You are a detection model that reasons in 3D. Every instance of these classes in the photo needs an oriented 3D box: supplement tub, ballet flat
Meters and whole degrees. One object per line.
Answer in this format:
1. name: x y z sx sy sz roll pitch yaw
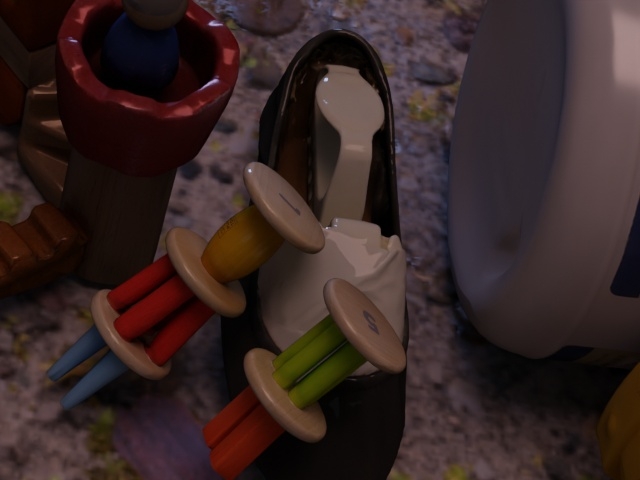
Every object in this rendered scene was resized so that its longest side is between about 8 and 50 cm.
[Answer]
1. supplement tub: 0.244 -0.037 0.929 0.316 0.228 0.228 8 50 -12
2. ballet flat: 0.000 0.000 0.910 0.095 0.096 0.280 6 50 -11

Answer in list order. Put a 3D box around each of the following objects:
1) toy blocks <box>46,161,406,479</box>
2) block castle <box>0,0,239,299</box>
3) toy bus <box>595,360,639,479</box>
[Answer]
1. toy blocks: -0.050 0.055 0.832 0.123 0.148 0.054 56 17 19
2. block castle: -0.273 -0.150 0.873 0.303 0.213 0.453 -24 62 -32
3. toy bus: 0.252 0.151 0.809 0.220 0.149 0.211 18 45 -18
